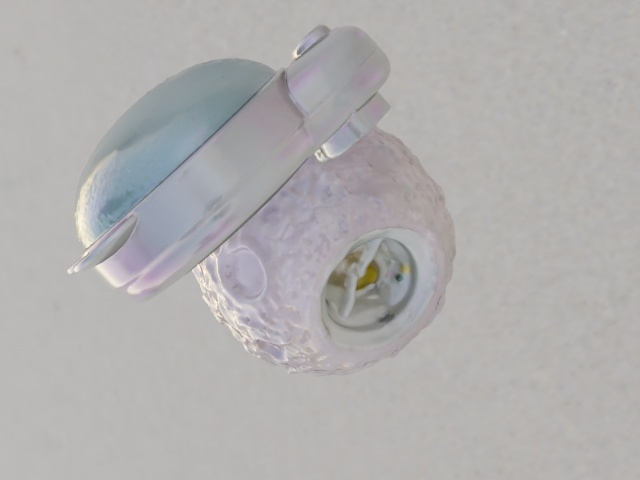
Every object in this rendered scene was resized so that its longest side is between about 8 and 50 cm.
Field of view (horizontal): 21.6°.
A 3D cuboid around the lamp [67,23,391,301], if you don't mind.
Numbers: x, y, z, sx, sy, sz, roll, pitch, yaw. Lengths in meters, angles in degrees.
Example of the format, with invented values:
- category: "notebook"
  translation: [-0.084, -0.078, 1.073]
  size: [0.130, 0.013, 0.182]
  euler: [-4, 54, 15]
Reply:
- category: "lamp"
  translation: [-0.066, -0.061, 1.071]
  size: [0.108, 0.246, 0.179]
  euler: [54, 171, -9]

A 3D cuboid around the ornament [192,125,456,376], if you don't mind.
- category: "ornament"
  translation: [0.000, 0.000, 1.636]
  size: [0.225, 0.259, 0.259]
  euler: [41, 138, 48]
